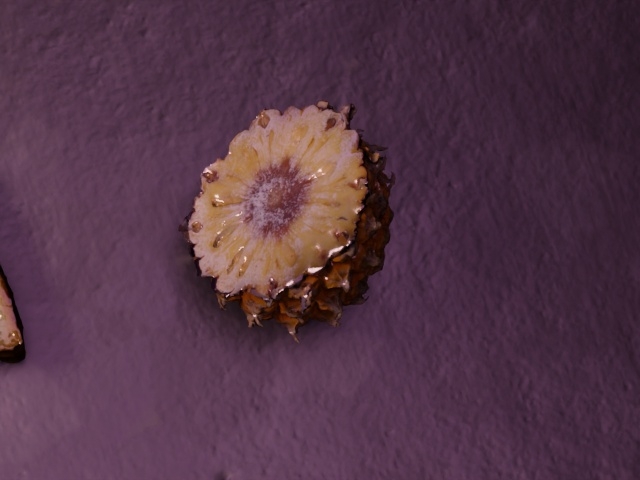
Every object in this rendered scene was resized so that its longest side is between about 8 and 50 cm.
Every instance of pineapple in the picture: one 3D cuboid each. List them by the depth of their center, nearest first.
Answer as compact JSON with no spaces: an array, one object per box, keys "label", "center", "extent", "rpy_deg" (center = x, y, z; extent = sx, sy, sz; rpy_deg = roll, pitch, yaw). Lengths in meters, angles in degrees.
[{"label":"pineapple","center":[-0.003,-0.001,1.451],"extent":[0.161,0.137,0.176],"rpy_deg":[-8,63,29]}]

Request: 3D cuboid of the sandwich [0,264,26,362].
[{"label":"sandwich","center":[-0.345,0.041,1.423],"extent":[0.215,0.065,0.186],"rpy_deg":[-24,83,-11]}]
